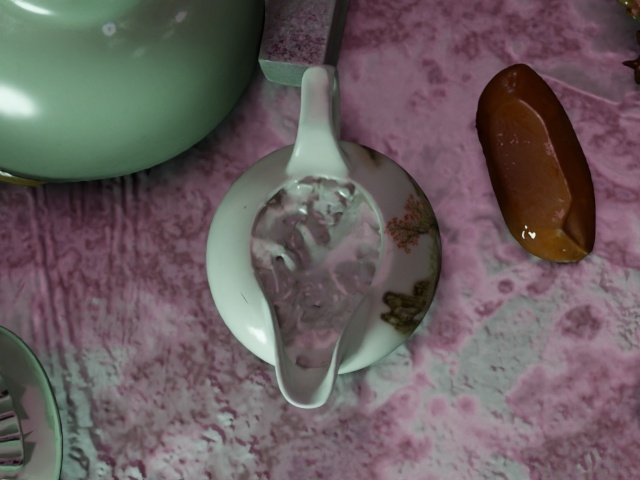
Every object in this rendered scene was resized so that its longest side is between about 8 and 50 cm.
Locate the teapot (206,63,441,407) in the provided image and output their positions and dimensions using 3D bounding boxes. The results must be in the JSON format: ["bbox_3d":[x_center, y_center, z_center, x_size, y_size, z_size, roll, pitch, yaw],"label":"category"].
[{"bbox_3d":[0.000,0.000,1.281,0.204,0.139,0.298,-6,77,10],"label":"teapot"}]

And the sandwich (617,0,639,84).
[{"bbox_3d":[0.350,-0.255,1.278,0.250,0.162,0.301,-30,77,-4],"label":"sandwich"}]

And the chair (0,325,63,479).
[{"bbox_3d":[-0.372,0.195,1.270,0.274,0.190,0.203,-14,74,-25],"label":"chair"}]

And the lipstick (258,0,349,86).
[{"bbox_3d":[0.005,-0.302,1.386,0.066,0.068,0.317,9,79,9],"label":"lipstick"}]

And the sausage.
[{"bbox_3d":[0.187,-0.065,1.297,0.089,0.089,0.179,-21,84,3],"label":"sausage"}]

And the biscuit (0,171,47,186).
[{"bbox_3d":[-0.330,-0.166,1.355,0.283,0.064,0.432,33,69,13],"label":"biscuit"}]

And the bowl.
[{"bbox_3d":[-0.212,-0.241,1.266,0.354,0.185,0.354,3,72,-8],"label":"bowl"}]
